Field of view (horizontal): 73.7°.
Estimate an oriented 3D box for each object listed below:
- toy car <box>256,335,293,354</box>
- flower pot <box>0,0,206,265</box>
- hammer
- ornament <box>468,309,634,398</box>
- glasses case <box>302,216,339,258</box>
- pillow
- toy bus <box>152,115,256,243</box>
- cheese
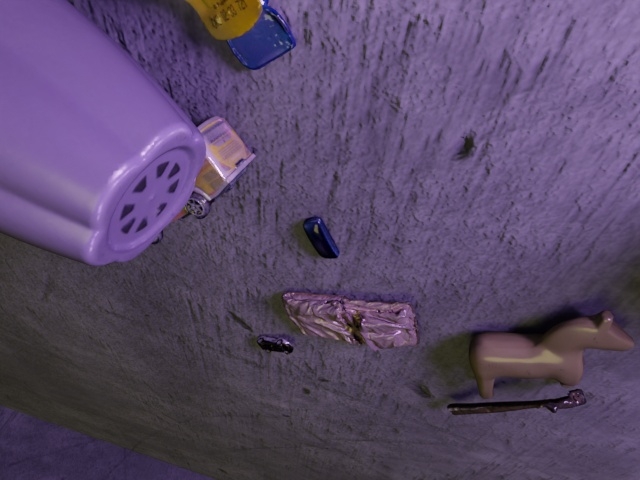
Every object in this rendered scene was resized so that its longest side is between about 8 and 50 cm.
[{"bbox_3d":[-0.098,0.229,0.942,0.093,0.025,0.041,-3,134,29],"label":"toy car"},{"bbox_3d":[-0.271,-0.111,0.453,0.243,0.265,0.265,33,138,4],"label":"flower pot"},{"bbox_3d":[0.341,0.305,0.790,0.125,0.027,0.297,1,157,-28],"label":"hammer"},{"bbox_3d":[0.360,0.188,0.690,0.230,0.061,0.245,-4,136,24],"label":"ornament"},{"bbox_3d":[0.000,0.000,0.668,0.033,0.023,0.083,-10,129,26],"label":"glasses case"},{"bbox_3d":[0.053,0.152,0.787,0.248,0.049,0.135,3,139,23],"label":"pillow"},{"bbox_3d":[-0.216,-0.078,0.629,0.268,0.092,0.106,-21,115,37],"label":"toy bus"},{"bbox_3d":[-0.123,-0.273,0.407,0.156,0.064,0.250,-12,138,33],"label":"cheese"}]
